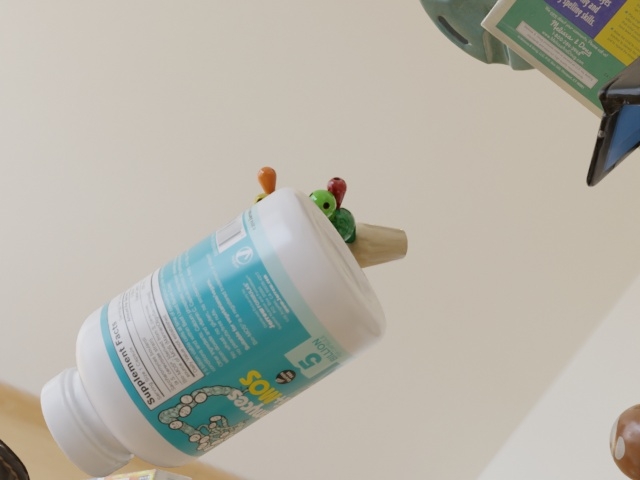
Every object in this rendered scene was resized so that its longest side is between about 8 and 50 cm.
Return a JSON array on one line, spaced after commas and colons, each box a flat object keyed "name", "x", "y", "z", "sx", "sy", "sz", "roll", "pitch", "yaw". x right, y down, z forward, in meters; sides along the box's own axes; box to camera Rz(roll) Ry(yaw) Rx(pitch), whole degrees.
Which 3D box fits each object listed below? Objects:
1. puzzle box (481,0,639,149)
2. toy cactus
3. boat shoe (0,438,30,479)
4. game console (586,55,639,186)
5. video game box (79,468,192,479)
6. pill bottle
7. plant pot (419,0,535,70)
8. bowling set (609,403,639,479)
[{"name": "puzzle box", "x": 0.366, "y": -0.156, "z": 0.804, "sx": 0.409, "sy": 0.272, "sz": 0.052, "roll": 38, "pitch": 32, "yaw": 0}, {"name": "toy cactus", "x": 0.000, "y": 0.000, "z": 1.092, "sx": 0.180, "sy": 0.219, "sz": 0.112, "roll": -1, "pitch": 54, "yaw": -20}, {"name": "boat shoe", "x": -0.285, "y": 0.094, "z": 0.472, "sx": 0.355, "sy": 0.132, "sz": 0.130, "roll": 29, "pitch": -19, "yaw": -37}, {"name": "game console", "x": 0.220, "y": -0.086, "z": 0.601, "sx": 0.107, "sy": 0.122, "sz": 0.071, "roll": 9, "pitch": -49, "yaw": 54}, {"name": "video game box", "x": -0.205, "y": 0.307, "z": 0.924, "sx": 0.048, "sy": 0.187, "sz": 0.205, "roll": 25, "pitch": -31, "yaw": -37}, {"name": "pill bottle", "x": -0.090, "y": 0.083, "z": 0.827, "sx": 0.146, "sy": 0.264, "sz": 0.146, "roll": 55, "pitch": 9, "yaw": -12}, {"name": "plant pot", "x": 0.318, "y": -0.438, "z": 1.450, "sx": 0.341, "sy": 0.334, "sz": 0.341, "roll": 32, "pitch": -27, "yaw": 18}, {"name": "bowling set", "x": 0.258, "y": 0.200, "z": 0.707, "sx": 0.200, "sy": 0.154, "sz": 0.287, "roll": 45, "pitch": 46, "yaw": 9}]
